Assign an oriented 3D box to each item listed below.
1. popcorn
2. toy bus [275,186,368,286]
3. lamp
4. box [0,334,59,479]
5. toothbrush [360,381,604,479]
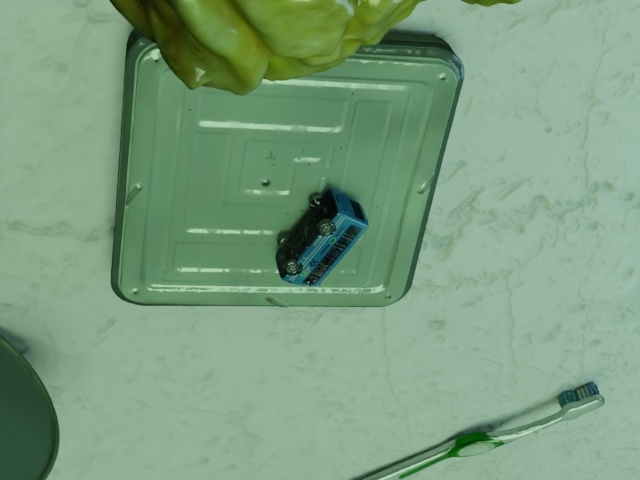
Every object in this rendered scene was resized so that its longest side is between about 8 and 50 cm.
[{"bbox_3d":[-0.034,-0.219,0.705,0.237,0.293,0.293,-39,126,-3],"label":"popcorn"},{"bbox_3d":[0.000,0.000,0.956,0.046,0.038,0.083,23,120,-31],"label":"toy bus"},{"bbox_3d":[-0.034,-0.054,0.962,0.269,0.047,0.266,1,127,-13],"label":"lamp"},{"bbox_3d":[-0.354,0.176,0.965,0.226,0.226,0.149,25,119,-27],"label":"box"},{"bbox_3d":[0.156,0.220,1.225,0.304,0.030,0.030,-25,128,9],"label":"toothbrush"}]
